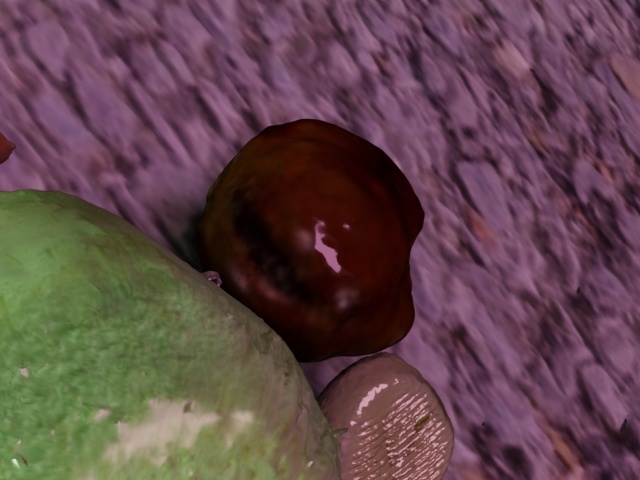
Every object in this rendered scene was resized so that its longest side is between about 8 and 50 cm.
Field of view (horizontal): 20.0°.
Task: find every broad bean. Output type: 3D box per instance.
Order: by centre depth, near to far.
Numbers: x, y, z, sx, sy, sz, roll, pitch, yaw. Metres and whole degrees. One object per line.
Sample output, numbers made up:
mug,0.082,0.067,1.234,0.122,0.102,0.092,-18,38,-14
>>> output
broad bean,0.003,0.000,1.140,0.156,0.122,0.228,45,19,4

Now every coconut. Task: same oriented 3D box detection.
coconut,-0.130,0.134,0.841,0.281,0.328,0.328,-30,89,-22

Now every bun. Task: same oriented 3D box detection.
bun,0.029,0.124,1.145,0.115,0.069,0.115,-14,112,-40

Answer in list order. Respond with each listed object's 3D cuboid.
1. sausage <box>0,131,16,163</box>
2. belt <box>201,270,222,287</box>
sausage,-0.248,-0.105,1.041,0.177,0.040,0.047,50,35,-10
belt,-0.059,0.161,1.031,0.126,0.094,0.359,-29,87,-44
